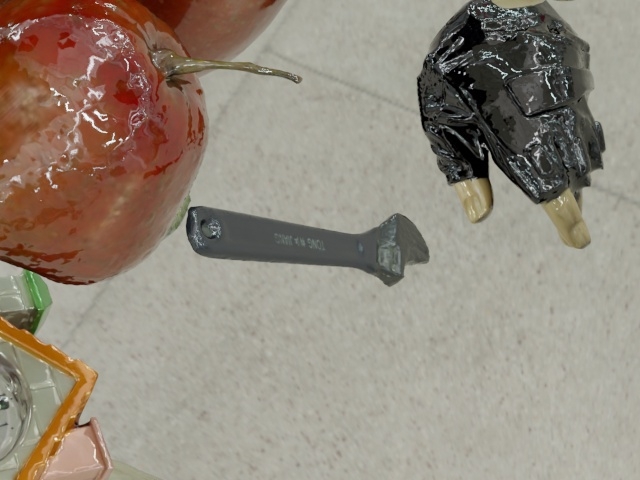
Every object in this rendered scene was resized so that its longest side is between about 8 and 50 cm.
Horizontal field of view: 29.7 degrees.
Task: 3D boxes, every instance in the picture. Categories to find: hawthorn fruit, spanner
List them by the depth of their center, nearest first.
[{"bbox_3d":[-0.121,-0.072,0.649,0.203,0.162,0.163,-36,57,32],"label":"hawthorn fruit"},{"bbox_3d":[0.000,0.000,0.682,0.012,0.208,0.046,-25,70,36],"label":"spanner"}]

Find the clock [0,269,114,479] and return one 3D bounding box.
[{"bbox_3d":[-0.295,0.131,0.900,0.255,0.106,0.220,-8,60,-33],"label":"clock"}]

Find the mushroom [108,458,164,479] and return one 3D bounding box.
[{"bbox_3d":[-0.223,0.257,1.116,0.095,0.351,0.123,27,101,56],"label":"mushroom"}]

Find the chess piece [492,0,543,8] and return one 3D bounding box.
[{"bbox_3d":[0.105,-0.108,0.347,0.122,0.066,0.066,-5,63,27],"label":"chess piece"}]

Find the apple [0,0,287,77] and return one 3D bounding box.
[{"bbox_3d":[-0.165,-0.255,0.766,0.348,0.348,0.277,-20,48,2],"label":"apple"}]

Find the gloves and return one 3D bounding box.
[{"bbox_3d":[0.164,-0.087,0.953,0.164,0.124,0.203,-29,66,-9],"label":"gloves"}]

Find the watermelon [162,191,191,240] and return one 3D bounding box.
[{"bbox_3d":[-0.297,-0.088,1.385,0.330,0.189,0.331,16,33,-11],"label":"watermelon"}]
